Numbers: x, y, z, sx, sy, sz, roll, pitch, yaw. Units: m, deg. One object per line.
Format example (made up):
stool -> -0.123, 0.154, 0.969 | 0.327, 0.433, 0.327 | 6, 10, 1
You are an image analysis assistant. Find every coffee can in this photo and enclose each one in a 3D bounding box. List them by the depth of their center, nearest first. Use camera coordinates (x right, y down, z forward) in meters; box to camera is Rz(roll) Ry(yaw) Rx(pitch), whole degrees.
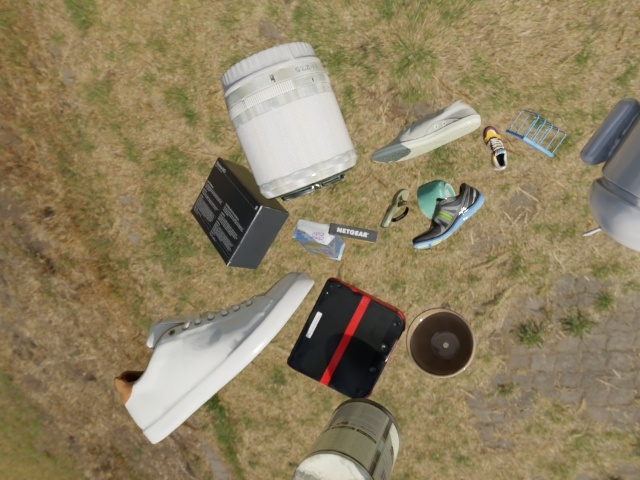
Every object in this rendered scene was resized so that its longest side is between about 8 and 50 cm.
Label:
coffee can -> 0.074, 0.540, 1.047 | 0.202, 0.275, 0.201 | 2, 96, 20

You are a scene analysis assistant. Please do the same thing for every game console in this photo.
game console -> 0.102, 0.375, 1.601 | 0.342, 0.060, 0.386 | 27, 93, 5

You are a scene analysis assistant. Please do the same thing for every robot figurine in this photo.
robot figurine -> 0.590, -0.121, 0.695 | 0.300, 0.200, 0.353 | 47, 130, 40

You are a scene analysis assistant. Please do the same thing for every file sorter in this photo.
file sorter -> 0.849, -0.424, 1.683 | 0.170, 0.118, 0.104 | 21, 111, -23

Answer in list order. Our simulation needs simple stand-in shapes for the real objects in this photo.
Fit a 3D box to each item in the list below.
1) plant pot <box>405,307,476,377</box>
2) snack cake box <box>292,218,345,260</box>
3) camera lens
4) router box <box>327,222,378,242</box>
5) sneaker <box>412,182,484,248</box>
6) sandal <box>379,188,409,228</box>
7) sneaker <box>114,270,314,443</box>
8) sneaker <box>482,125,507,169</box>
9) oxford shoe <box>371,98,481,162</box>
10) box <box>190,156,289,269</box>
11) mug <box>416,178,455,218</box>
plant pot -> 0.431, 0.364, 1.510 | 0.238, 0.237, 0.110 | -21, 151, 20
snack cake box -> 0.000, 0.000, 1.878 | 0.152, 0.264, 0.089 | 13, 76, 20
camera lens -> -0.063, -0.234, 0.892 | 0.220, 0.219, 0.274 | -18, 100, 19
router box -> 0.120, -0.027, 1.588 | 0.179, 0.133, 0.046 | 10, 89, 5
sneaker -> 0.266, -0.051, 0.928 | 0.188, 0.067, 0.078 | -43, 81, -4
sandal -> 0.343, -0.128, 1.896 | 0.086, 0.302, 0.120 | 23, 128, 13
sneaker -> -0.142, 0.119, 0.545 | 0.290, 0.106, 0.123 | -41, 88, -2
sneaker -> 0.705, -0.372, 1.709 | 0.070, 0.084, 0.185 | -20, 95, 6
oxford shoe -> 0.405, -0.428, 1.710 | 0.450, 0.169, 0.129 | -20, 81, 32
box -> -0.221, -0.075, 1.136 | 0.261, 0.103, 0.184 | 47, 115, 38
mug -> 0.430, -0.149, 1.538 | 0.097, 0.129, 0.158 | -21, 151, 41
